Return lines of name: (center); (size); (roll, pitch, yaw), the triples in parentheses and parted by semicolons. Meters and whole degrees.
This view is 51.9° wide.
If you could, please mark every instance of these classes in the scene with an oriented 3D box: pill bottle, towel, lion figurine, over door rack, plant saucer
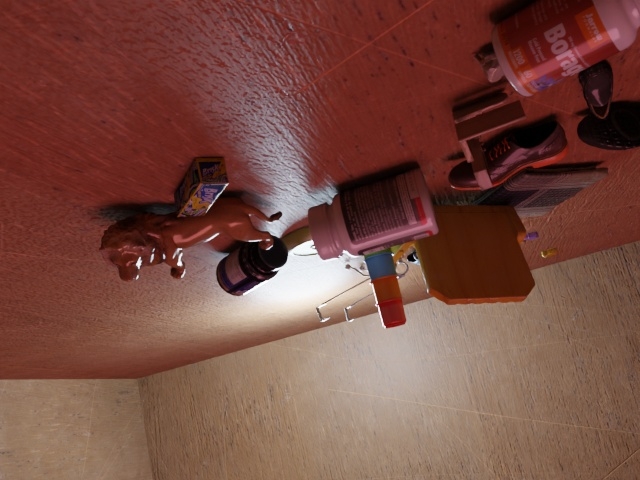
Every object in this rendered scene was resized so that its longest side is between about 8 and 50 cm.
pill bottle: (0.122, -0.055, 1.549); (0.283, 0.161, 0.161); (-16, 165, 12)
towel: (0.611, -0.141, 1.905); (0.324, 0.056, 0.312); (-4, 159, -25)
lion figurine: (-0.270, -0.025, 1.429); (0.392, 0.142, 0.240); (-26, 159, -9)
over door rack: (0.144, 0.165, 2.407); (0.324, 0.108, 0.239); (-43, 155, 20)
plant saucer: (0.000, 0.000, 1.878); (0.240, 0.037, 0.241); (-12, 164, -3)
pill bottle: (-0.184, 0.066, 1.789); (0.122, 0.123, 0.219); (-1, 161, -39)
pill bottle: (0.366, -0.306, 0.936); (0.216, 0.121, 0.121); (-25, 161, 35)

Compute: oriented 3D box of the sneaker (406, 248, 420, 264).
sneaker: (0.368, 0.052, 2.340); (0.073, 0.064, 0.162); (0, 160, -31)

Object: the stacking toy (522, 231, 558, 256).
stacking toy: (0.662, -0.002, 2.200); (0.221, 0.167, 0.052); (-21, 163, 28)

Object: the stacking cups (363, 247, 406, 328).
stacking cups: (0.162, 0.072, 1.746); (0.095, 0.316, 0.096); (-12, 163, -4)

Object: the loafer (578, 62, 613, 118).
loafer: (0.537, -0.288, 1.261); (0.062, 0.061, 0.170); (-19, 163, 24)

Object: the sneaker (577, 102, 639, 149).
sneaker: (0.692, -0.245, 1.484); (0.286, 0.109, 0.130); (-6, 170, -18)

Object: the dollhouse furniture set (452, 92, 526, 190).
dollhouse furniture set: (0.340, -0.196, 1.267); (0.123, 0.144, 0.151); (-19, 128, 19)

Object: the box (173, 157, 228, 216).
box: (-0.234, -0.101, 1.276); (0.059, 0.054, 0.169); (-5, 163, -29)

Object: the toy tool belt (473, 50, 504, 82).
toy tool belt: (0.294, -0.296, 1.070); (0.083, 0.051, 0.052); (-21, 152, -19)

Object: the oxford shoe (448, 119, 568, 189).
oxford shoe: (0.408, -0.196, 1.467); (0.271, 0.097, 0.098); (-22, 143, 15)

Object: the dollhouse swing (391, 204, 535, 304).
dollhouse swing: (0.378, 0.071, 1.845); (0.346, 0.305, 0.315); (-1, 157, -14)
